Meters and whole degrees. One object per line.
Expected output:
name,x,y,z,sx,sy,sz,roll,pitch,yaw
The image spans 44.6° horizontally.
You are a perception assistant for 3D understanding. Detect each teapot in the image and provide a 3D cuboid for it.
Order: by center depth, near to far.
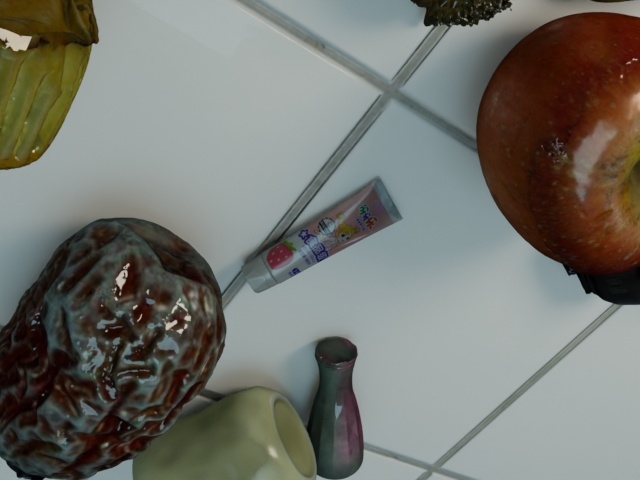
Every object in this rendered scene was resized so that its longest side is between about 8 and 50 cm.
teapot,0.358,0.023,0.991,0.096,0.087,0.177,-17,131,25

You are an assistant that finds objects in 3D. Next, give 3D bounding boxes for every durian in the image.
durian,0.149,-0.244,0.704,0.148,0.091,0.188,-32,175,-34

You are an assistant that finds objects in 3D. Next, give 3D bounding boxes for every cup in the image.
cup,-0.106,0.340,1.040,0.202,0.255,0.173,-26,172,10

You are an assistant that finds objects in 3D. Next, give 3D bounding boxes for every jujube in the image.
jujube,-0.238,0.125,0.855,0.226,0.226,0.317,27,115,-29

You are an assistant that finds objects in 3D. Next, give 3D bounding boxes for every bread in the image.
bread,-0.288,-0.170,0.589,0.228,0.253,0.142,14,121,-26

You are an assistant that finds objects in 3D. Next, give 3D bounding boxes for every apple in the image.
apple,0.284,-0.103,0.799,0.272,0.206,0.251,31,105,-33

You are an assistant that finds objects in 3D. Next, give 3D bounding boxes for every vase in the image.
vase,0.020,0.231,1.085,0.086,0.086,0.214,-5,124,-8

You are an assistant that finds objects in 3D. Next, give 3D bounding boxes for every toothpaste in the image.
toothpaste,0.000,0.000,0.922,0.195,0.043,0.067,-30,125,5

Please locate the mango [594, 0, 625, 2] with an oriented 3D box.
mango,0.353,-0.291,0.735,0.228,0.099,0.136,-15,137,10
